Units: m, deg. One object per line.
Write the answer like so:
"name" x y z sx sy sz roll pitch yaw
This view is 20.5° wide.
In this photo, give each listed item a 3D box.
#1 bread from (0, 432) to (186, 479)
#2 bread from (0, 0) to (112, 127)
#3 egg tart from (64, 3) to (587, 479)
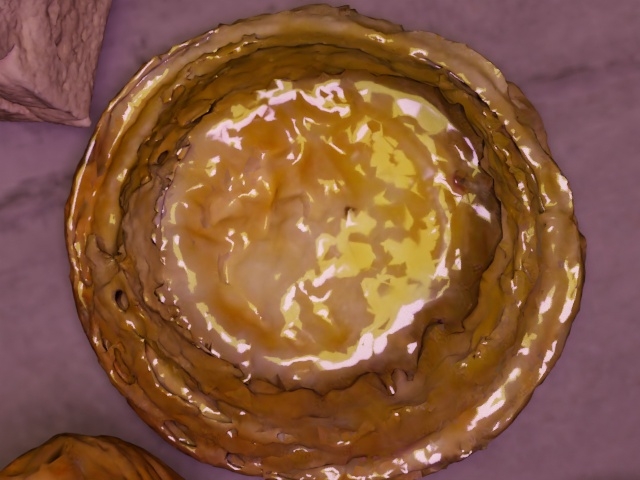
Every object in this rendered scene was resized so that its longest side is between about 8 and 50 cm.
"bread" -0.140 0.201 0.564 0.294 0.132 0.167 -35 80 3
"bread" -0.118 -0.119 0.622 0.077 0.105 0.152 6 82 21
"egg tart" 0.000 0.000 0.631 0.191 0.074 0.191 0 84 2
